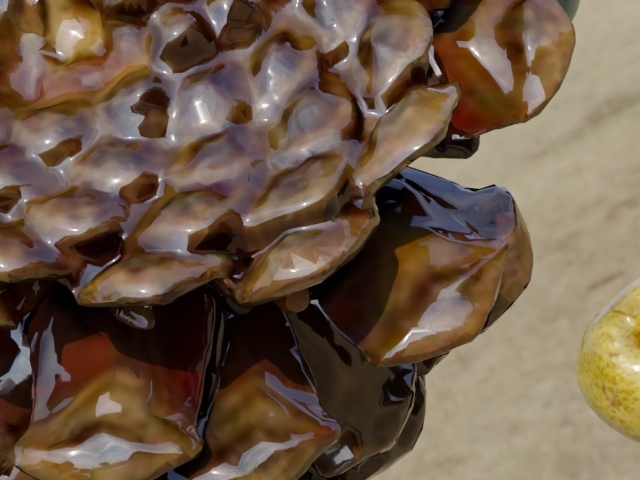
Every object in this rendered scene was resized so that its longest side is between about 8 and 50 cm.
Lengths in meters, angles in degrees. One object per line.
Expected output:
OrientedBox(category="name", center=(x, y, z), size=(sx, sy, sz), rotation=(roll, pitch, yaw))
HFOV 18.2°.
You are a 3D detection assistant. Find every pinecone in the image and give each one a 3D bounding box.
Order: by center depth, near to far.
OrientedBox(category="pinecone", center=(-0.071, -0.015, 0.868), size=(0.384, 0.384, 0.384), rotation=(-26, 5, 2))

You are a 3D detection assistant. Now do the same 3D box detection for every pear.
OrientedBox(category="pear", center=(0.321, 0.111, 1.874), size=(0.178, 0.178, 0.178), rotation=(-26, 5, 2))

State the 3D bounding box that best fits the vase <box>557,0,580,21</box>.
OrientedBox(category="vase", center=(0.152, -0.331, 2.083), size=(0.245, 0.245, 0.291), rotation=(-25, 43, 19))
